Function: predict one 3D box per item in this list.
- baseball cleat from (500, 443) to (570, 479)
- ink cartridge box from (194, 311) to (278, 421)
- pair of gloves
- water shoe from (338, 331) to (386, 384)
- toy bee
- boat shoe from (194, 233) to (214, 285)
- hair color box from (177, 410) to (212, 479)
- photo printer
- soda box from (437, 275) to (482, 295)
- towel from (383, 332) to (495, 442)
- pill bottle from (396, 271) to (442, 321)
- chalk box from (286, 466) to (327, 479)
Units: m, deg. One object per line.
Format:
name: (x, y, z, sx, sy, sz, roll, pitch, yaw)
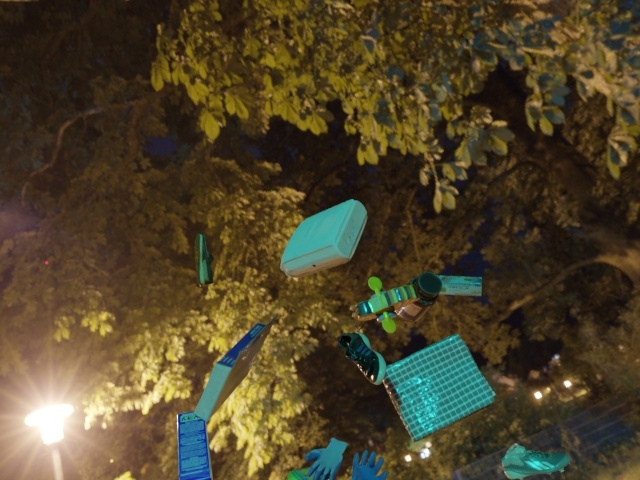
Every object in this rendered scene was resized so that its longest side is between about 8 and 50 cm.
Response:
baseball cleat: (0.675, 0.689, 1.628, 0.206, 0.109, 0.072, -24, -1, 11)
ink cartridge box: (-0.297, 0.430, 1.841, 0.329, 0.072, 0.324, -64, -9, 22)
pair of gloves: (0.062, 0.557, 1.265, 0.159, 0.198, 0.023, -37, -38, -60)
water shoe: (0.102, 0.308, 1.341, 0.080, 0.203, 0.072, 11, -77, -20)
toy bee: (0.191, 0.243, 1.781, 0.162, 0.195, 0.298, 10, -56, -47)
boat shoe: (-0.334, 0.055, 1.486, 0.049, 0.152, 0.056, -5, 11, -28)
hair color box: (-0.428, 0.764, 1.759, 0.110, 0.339, 0.185, -5, -70, -13)
photo printer: (0.000, 0.000, 1.819, 0.308, 0.256, 0.107, -20, -58, 41)
soda box: (0.565, 0.185, 2.108, 0.183, 0.062, 0.058, 1, 24, 17)
towel: (0.347, 0.429, 1.524, 0.284, 0.234, 0.121, -26, -25, -4)
pill bottle: (0.367, 0.210, 1.920, 0.123, 0.122, 0.219, -13, -28, -23)
chalk box: (-0.043, 0.826, 1.664, 0.132, 0.132, 0.212, 26, -87, -52)
